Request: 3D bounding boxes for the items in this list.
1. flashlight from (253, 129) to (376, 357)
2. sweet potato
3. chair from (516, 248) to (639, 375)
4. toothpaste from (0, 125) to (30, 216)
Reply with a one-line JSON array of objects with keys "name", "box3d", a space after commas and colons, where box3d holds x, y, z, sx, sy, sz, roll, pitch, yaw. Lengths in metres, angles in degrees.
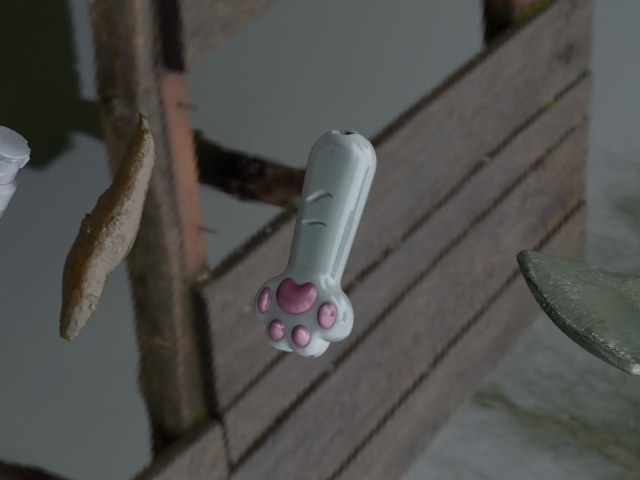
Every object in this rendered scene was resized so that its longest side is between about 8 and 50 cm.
[{"name": "flashlight", "box3d": [0.000, 0.000, 1.249, 0.047, 0.093, 0.200, 21, 82, -59]}, {"name": "sweet potato", "box3d": [-0.238, -0.016, 1.632, 0.067, 0.067, 0.274, 41, 66, -60]}, {"name": "chair", "box3d": [0.331, 0.043, 1.213, 0.186, 0.160, 0.319, -46, 140, 14]}, {"name": "toothpaste", "box3d": [-0.362, -0.010, 1.471, 0.057, 0.089, 0.234, 9, 126, -36]}]
